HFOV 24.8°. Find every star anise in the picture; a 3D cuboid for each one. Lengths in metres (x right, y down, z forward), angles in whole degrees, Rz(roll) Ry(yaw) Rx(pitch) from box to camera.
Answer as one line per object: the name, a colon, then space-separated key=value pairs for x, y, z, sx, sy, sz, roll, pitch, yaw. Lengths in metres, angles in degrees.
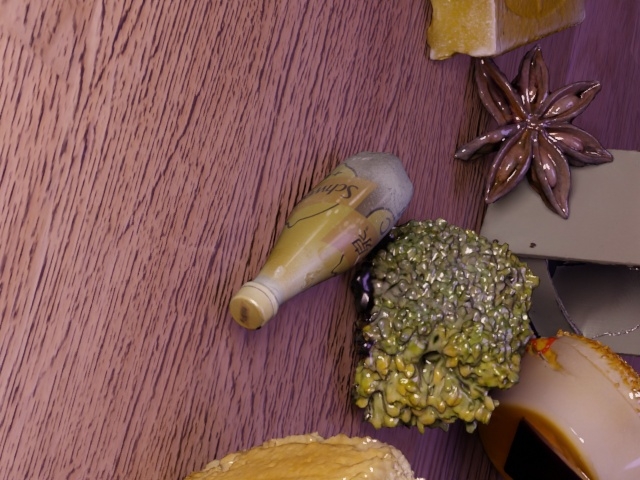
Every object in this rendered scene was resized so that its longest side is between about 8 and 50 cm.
star anise: x=0.263 y=-0.130 z=1.753 sx=0.073 sy=0.197 sz=0.212 roll=139 pitch=-35 yaw=-74

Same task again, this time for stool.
stool: x=0.365 y=0.018 z=1.842 sx=0.243 sy=0.270 sz=0.170 roll=55 pitch=48 yaw=-49

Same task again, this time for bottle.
bottle: x=0.000 y=0.000 z=1.367 sx=0.270 sy=0.083 sz=0.083 roll=-45 pitch=132 yaw=-48

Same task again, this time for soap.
soap: x=0.224 y=-0.327 z=1.719 sx=0.315 sy=0.091 sz=0.199 roll=-25 pitch=117 yaw=-57

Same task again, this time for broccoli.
broccoli: x=0.151 y=0.110 z=1.560 sx=0.242 sy=0.180 sz=0.273 roll=-56 pitch=141 yaw=-43

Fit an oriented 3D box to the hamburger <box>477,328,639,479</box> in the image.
hamburger: x=0.334 y=0.245 z=1.816 sx=0.179 sy=0.294 sz=0.276 roll=-36 pitch=152 yaw=-21

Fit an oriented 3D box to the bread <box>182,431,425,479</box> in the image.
bread: x=-0.022 y=0.244 z=1.211 sx=0.174 sy=0.246 sz=0.121 roll=-47 pitch=124 yaw=-50
